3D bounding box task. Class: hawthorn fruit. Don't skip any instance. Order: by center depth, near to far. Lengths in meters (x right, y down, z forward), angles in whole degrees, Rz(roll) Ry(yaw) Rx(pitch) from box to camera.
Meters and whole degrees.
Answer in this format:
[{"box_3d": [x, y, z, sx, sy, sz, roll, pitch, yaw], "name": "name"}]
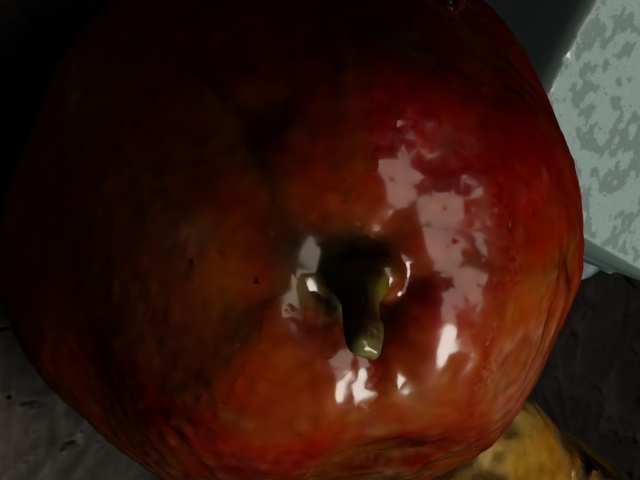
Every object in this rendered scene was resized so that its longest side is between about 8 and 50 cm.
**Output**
[{"box_3d": [0.000, 0.000, 0.655, 0.224, 0.261, 0.224, -1, 96, -15], "name": "hawthorn fruit"}]

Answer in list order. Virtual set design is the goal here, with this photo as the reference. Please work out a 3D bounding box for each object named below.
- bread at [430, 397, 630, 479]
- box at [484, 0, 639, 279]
[{"box_3d": [0.072, 0.180, 0.819, 0.244, 0.134, 0.244, 23, 59, -47], "name": "bread"}, {"box_3d": [0.126, -0.069, 0.863, 0.227, 0.130, 0.162, 26, 91, -43], "name": "box"}]
